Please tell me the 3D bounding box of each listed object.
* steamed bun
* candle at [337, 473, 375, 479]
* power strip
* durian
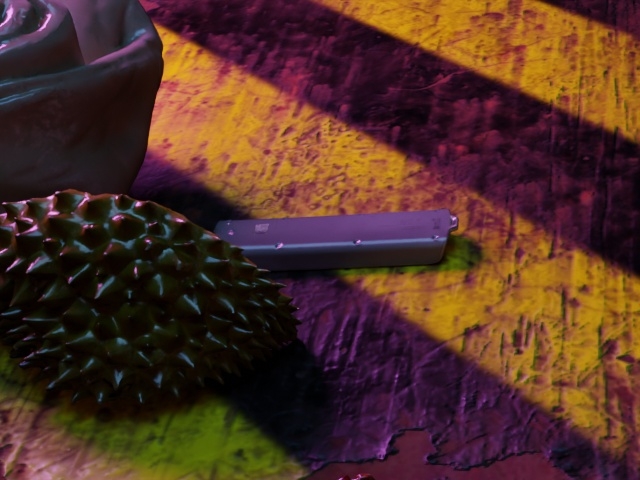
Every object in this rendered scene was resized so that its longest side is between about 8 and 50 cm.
[{"bbox_3d":[-0.334,-0.138,1.398,0.342,0.255,0.367,-7,54,14],"label":"steamed bun"},{"bbox_3d":[0.029,0.198,0.936,0.052,0.130,0.052,-4,31,2],"label":"candle"},{"bbox_3d":[0.000,0.000,1.367,0.253,0.027,0.060,-3,32,8],"label":"power strip"},{"bbox_3d":[-0.181,0.040,1.236,0.306,0.172,0.166,-3,6,23],"label":"durian"}]
